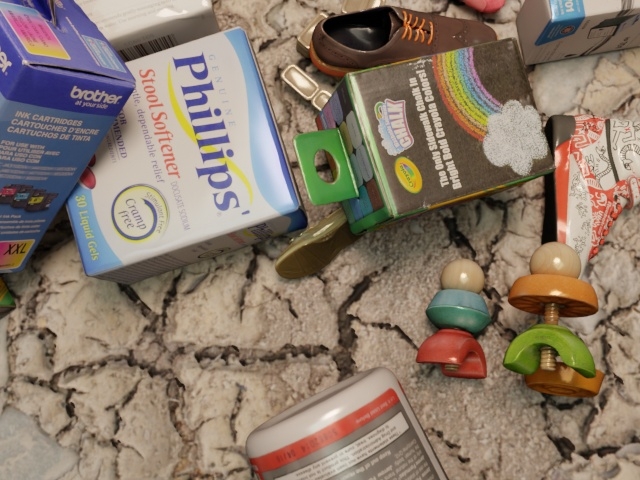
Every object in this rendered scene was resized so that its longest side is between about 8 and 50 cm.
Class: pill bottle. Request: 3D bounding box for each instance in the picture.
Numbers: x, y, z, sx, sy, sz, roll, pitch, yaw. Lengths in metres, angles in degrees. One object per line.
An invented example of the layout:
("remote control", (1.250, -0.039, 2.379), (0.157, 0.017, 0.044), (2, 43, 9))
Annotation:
("pill bottle", (0.074, 0.358, 0.780), (0.210, 0.210, 0.362), (-27, 81, 0))

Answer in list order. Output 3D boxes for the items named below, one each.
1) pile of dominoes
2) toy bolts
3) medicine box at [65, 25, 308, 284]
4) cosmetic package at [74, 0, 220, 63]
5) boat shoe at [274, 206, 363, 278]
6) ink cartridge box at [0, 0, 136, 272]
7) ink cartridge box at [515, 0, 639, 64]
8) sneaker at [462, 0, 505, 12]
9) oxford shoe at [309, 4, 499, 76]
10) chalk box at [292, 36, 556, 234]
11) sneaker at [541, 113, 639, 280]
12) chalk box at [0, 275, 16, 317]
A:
("pile of dominoes", (0.082, -0.241, 0.956), (0.251, 0.040, 0.196), (40, 84, -1))
("toy bolts", (0.257, 0.103, 0.847), (0.229, 0.218, 0.158), (-4, 66, 35))
("medicine box", (-0.193, -0.108, 0.888), (0.290, 0.149, 0.263), (-18, 82, 2))
("cosmetic package", (-0.304, -0.447, 0.906), (0.217, 0.156, 0.384), (-18, 88, -4))
("boat shoe", (0.000, -0.002, 0.917), (0.153, 0.048, 0.056), (-37, 127, 2))
("ink cartridge box", (-0.397, -0.184, 0.771), (0.395, 0.151, 0.270), (-47, 69, 24))
("ink cartridge box", (0.385, -0.319, 0.885), (0.191, 0.139, 0.082), (-8, 81, 2))
("sneaker", (0.298, -0.467, 0.939), (0.136, 0.116, 0.313), (39, 93, -3))
("oxford shoe", (0.123, -0.273, 0.891), (0.272, 0.098, 0.096), (-4, 86, -4))
("chalk box", (0.107, -0.118, 0.820), (0.289, 0.179, 0.180), (-15, 87, -13))
("sneaker", (0.383, -0.042, 0.874), (0.145, 0.090, 0.269), (2, 80, 6))
("chalk box", (-0.540, 0.067, 0.852), (0.132, 0.213, 0.132), (-32, 82, -1))
